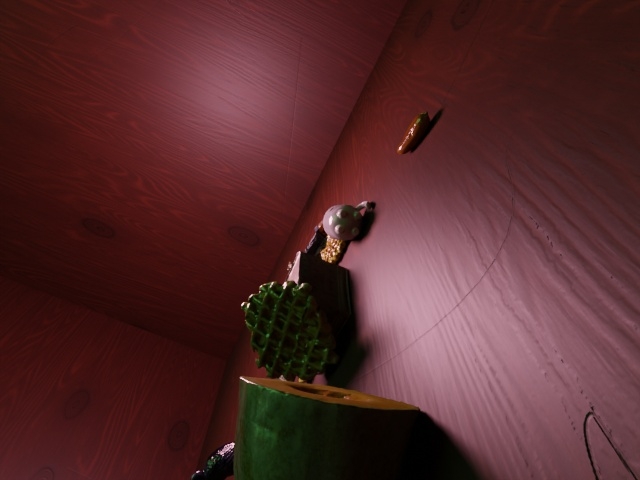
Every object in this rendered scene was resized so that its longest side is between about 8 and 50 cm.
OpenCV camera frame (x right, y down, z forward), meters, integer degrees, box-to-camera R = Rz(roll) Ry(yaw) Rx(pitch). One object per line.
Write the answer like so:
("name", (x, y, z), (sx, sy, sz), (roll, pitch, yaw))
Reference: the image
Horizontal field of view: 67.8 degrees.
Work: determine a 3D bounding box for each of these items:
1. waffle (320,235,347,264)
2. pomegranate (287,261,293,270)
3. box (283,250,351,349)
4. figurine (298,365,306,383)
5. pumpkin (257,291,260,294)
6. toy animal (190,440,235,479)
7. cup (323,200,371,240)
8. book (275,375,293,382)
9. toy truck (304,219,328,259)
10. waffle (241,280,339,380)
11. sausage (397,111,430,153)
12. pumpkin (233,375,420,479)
("waffle", (0.068, -0.004, 1.947), (0.245, 0.052, 0.255), (-152, 85, -78))
("pomegranate", (-0.073, 0.131, 2.152), (0.130, 0.130, 0.130), (-156, 90, -80))
("box", (-0.033, 0.215, 1.601), (0.297, 0.190, 0.225), (-88, 22, -65))
("figurine", (-0.064, 0.420, 1.645), (0.083, 0.083, 0.187), (-65, 17, 8))
("pumpkin", (-0.169, 0.299, 1.809), (0.159, 0.238, 0.238), (-45, 15, 10))
("toy animal", (-0.341, 0.849, 1.772), (0.298, 0.185, 0.122), (-49, 3, -10))
("cup", (0.109, -0.069, 1.751), (0.142, 0.173, 0.134), (-171, 73, -78))
("book", (-0.112, 0.466, 1.882), (0.265, 0.027, 0.202), (-68, 12, -13))
("toy truck", (0.000, 0.000, 2.116), (0.192, 0.092, 0.083), (-57, 11, 9))
("waffle", (-0.098, 0.274, 1.411), (0.297, 0.318, 0.073), (-18, 2, 30))
("sausage", (0.296, -0.335, 1.517), (0.062, 0.054, 0.183), (-32, -18, -42))
("pumpkin", (0.000, 0.361, 0.844), (0.332, 0.331, 0.199), (152, 128, -74))
